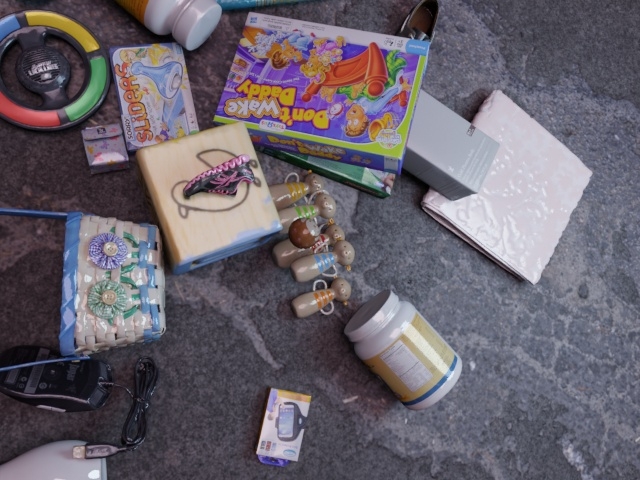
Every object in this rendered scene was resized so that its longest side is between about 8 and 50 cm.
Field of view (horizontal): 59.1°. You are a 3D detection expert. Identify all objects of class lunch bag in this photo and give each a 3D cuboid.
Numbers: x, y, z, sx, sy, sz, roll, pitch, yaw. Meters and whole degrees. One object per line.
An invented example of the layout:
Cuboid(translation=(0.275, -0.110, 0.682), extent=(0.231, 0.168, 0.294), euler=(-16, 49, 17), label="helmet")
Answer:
Cuboid(translation=(-0.390, -0.170, 1.022), extent=(0.071, 0.053, 0.083), euler=(-12, 76, -19), label="lunch bag")

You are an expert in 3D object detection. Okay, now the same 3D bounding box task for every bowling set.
Cuboid(translation=(0.000, 0.000, 1.043), extent=(0.154, 0.200, 0.287), euler=(-21, 92, -20), label="bowling set")

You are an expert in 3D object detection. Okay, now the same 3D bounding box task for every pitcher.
Cuboid(translation=(-0.440, 0.390, 0.856), extent=(0.206, 0.177, 0.126), euler=(-4, 104, -16), label="pitcher")

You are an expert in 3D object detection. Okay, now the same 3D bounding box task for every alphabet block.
Cuboid(translation=(-0.199, -0.068, 0.990), extent=(0.192, 0.193, 0.197), euler=(-21, 88, -20), label="alphabet block")

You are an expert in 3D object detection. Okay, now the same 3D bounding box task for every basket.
Cuboid(translation=(-0.398, 0.068, 0.901), extent=(0.288, 0.201, 0.255), euler=(-4, 77, -13), label="basket")

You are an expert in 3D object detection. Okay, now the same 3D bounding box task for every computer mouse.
Cuboid(translation=(-0.403, 0.270, 0.919), extent=(0.261, 0.060, 0.184), euler=(11, 44, -21), label="computer mouse")

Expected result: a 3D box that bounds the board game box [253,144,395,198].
Cuboid(translation=(0.023, -0.239, 1.159), extent=(0.317, 0.046, 0.214), euler=(20, 76, -13), label="board game box")

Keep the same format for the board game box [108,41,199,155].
Cuboid(translation=(-0.313, -0.270, 1.068), extent=(0.136, 0.035, 0.201), euler=(-12, 85, -18), label="board game box")

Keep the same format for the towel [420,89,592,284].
Cuboid(translation=(0.422, -0.119, 1.258), extent=(0.316, 0.053, 0.332), euler=(37, 74, -9), label="towel")

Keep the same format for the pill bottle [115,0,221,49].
Cuboid(translation=(-0.308, -0.470, 1.037), extent=(0.245, 0.136, 0.136), euler=(40, 73, -2), label="pill bottle")

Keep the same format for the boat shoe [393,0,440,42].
Cuboid(translation=(0.194, -0.426, 1.224), extent=(0.084, 0.079, 0.233), euler=(29, 76, -12), label="boat shoe")

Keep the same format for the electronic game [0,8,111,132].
Cuboid(translation=(-0.497, -0.306, 1.012), extent=(0.229, 0.048, 0.230), euler=(3, 81, -17), label="electronic game")

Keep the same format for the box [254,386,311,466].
Cuboid(translation=(-0.072, 0.349, 1.051), extent=(0.081, 0.028, 0.136), euler=(15, 76, -14), label="box")

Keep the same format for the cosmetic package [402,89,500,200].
Cuboid(translation=(0.222, -0.197, 1.134), extent=(0.237, 0.107, 0.127), euler=(31, 77, -11), label="cosmetic package")

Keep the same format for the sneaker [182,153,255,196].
Cuboid(translation=(-0.155, -0.090, 0.885), extent=(0.119, 0.047, 0.057), euler=(-28, 101, -18), label="sneaker")

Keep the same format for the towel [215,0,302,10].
Cuboid(translation=(-0.122, -0.619, 1.180), extent=(0.369, 0.040, 0.272), euler=(-14, 87, -20), label="towel")

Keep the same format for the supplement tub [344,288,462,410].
Cuboid(translation=(0.156, 0.207, 1.079), extent=(0.144, 0.144, 0.200), euler=(-44, 95, -18), label="supplement tub")

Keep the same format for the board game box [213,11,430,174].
Cuboid(translation=(0.006, -0.275, 1.045), extent=(0.346, 0.078, 0.234), euler=(13, 77, 9), label="board game box")
